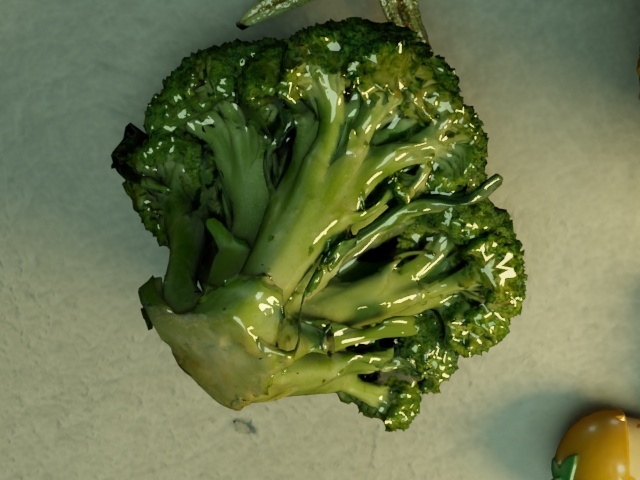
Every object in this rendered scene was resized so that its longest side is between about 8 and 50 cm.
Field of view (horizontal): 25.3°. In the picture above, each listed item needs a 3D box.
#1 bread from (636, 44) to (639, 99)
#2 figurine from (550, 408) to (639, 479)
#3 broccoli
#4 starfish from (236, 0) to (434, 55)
[{"bbox_3d":[0.333,-0.103,0.926,0.250,0.394,0.361,-30,108,29],"label":"bread"},{"bbox_3d":[0.295,0.204,1.160,0.222,0.124,0.324,4,106,6],"label":"figurine"},{"bbox_3d":[0.000,0.000,1.021,0.321,0.283,0.304,48,132,-10],"label":"broccoli"},{"bbox_3d":[0.036,-0.217,1.061,0.223,0.050,0.216,-19,87,5],"label":"starfish"}]
